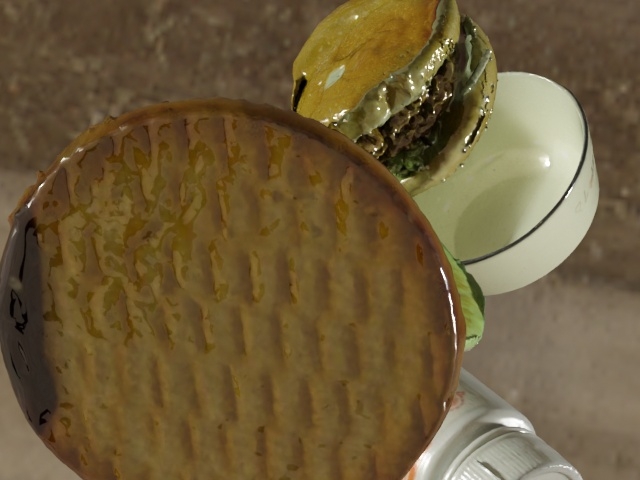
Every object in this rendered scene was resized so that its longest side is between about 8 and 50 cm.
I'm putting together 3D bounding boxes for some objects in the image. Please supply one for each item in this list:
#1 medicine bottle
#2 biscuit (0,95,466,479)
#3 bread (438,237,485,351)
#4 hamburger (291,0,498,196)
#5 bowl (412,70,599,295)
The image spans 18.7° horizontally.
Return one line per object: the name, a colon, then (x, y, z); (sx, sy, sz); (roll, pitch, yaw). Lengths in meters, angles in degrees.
medicine bottle: (0.126, 0.200, 1.834); (0.252, 0.144, 0.144); (34, 173, 45)
biscuit: (-0.062, 0.056, 1.286); (0.317, 0.040, 0.318); (4, 113, 9)
bread: (0.003, 0.004, 1.524); (0.301, 0.301, 0.045); (23, 113, -21)
hamburger: (0.063, -0.112, 1.483); (0.185, 0.177, 0.113); (-13, 129, 39)
bowl: (0.176, -0.040, 1.927); (0.237, 0.238, 0.126); (-9, 140, 29)
